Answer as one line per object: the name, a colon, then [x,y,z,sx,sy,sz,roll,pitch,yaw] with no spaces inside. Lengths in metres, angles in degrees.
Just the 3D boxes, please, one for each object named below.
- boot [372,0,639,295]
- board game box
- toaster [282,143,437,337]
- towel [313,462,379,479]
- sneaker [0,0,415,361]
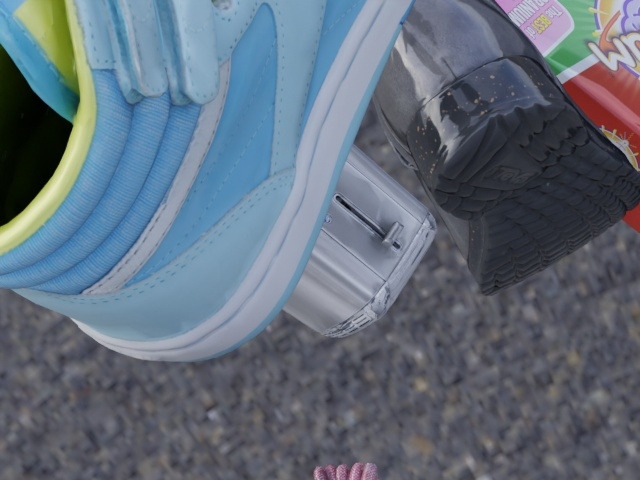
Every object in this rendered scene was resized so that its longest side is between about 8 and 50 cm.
boot: [0.075,-0.105,1.093,0.118,0.338,0.223,-32,70,1]
board game box: [0.204,-0.136,1.279,0.316,0.064,0.242,38,44,-1]
toaster: [0.000,0.000,1.663,0.129,0.146,0.227,-56,8,-22]
towel: [0.003,0.312,0.997,0.037,0.237,0.329,2,53,18]
sneaker: [-0.046,-0.119,0.617,0.127,0.208,0.319,15,88,25]
